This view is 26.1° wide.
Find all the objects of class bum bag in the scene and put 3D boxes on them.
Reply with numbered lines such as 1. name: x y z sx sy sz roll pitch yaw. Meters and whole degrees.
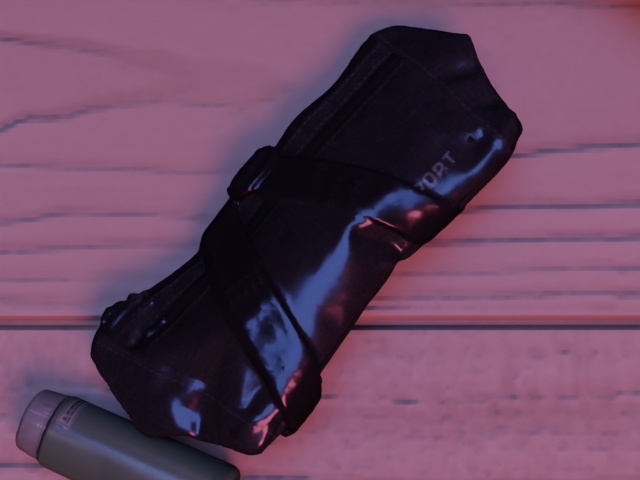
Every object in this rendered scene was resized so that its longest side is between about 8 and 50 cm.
1. bum bag: 0.000 0.000 0.530 0.087 0.049 0.197 34 79 35

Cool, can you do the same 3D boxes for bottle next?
1. bottle: -0.073 0.083 0.519 0.083 0.030 0.030 22 77 11
